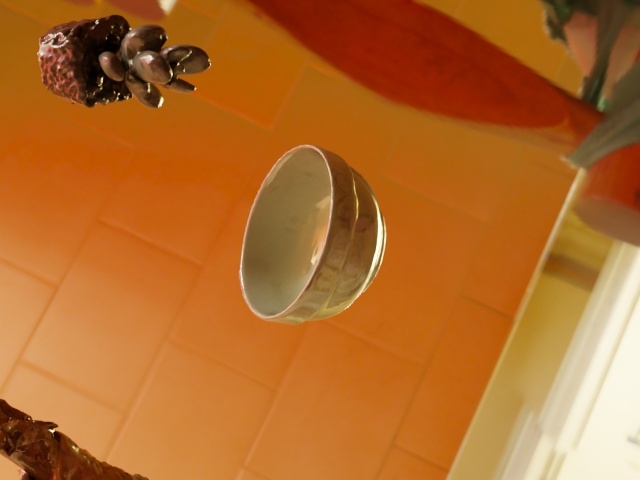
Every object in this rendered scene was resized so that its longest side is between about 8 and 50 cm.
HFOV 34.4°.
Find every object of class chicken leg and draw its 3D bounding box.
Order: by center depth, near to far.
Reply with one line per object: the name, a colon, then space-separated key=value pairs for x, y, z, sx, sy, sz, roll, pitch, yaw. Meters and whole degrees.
chicken leg: x=-0.307 y=0.334 z=1.311 sx=0.409 sy=0.182 sz=0.295 roll=52 pitch=166 yaw=-33

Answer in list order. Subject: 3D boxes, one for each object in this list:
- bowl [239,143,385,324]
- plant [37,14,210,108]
bowl: x=0.000 y=0.000 z=1.765 sx=0.163 sy=0.307 sz=0.307 roll=14 pitch=174 yaw=-26
plant: x=-0.322 y=-0.284 z=1.678 sx=0.274 sy=0.146 sz=0.149 roll=7 pitch=124 yaw=26
